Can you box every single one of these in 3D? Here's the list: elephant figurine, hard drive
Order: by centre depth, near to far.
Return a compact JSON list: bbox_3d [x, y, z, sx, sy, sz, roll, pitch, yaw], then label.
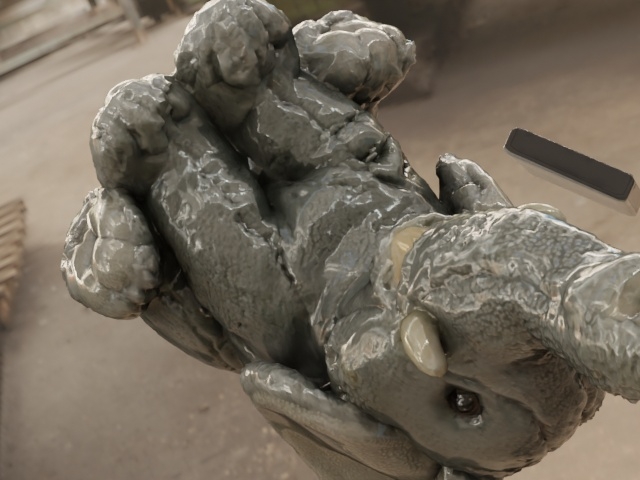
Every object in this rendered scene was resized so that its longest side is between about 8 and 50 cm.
[{"bbox_3d":[0.031,0.030,0.467,0.239,0.169,0.186,37,21,29],"label":"elephant figurine"},{"bbox_3d":[0.192,-0.050,0.985,0.094,0.022,0.135,25,4,16],"label":"hard drive"}]
